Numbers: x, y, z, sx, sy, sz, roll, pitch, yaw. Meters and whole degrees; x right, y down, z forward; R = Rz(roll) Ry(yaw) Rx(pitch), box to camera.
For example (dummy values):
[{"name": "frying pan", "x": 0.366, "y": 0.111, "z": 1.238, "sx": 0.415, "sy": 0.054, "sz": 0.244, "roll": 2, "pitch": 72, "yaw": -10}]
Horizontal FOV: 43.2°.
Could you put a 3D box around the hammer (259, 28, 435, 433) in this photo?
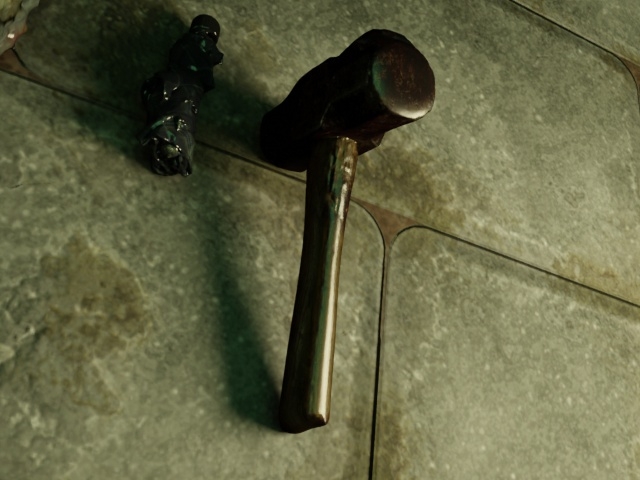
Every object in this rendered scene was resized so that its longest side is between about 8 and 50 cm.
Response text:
[{"name": "hammer", "x": 0.000, "y": 0.000, "z": 0.868, "sx": 0.095, "sy": 0.242, "sz": 0.408, "roll": 15, "pitch": 74, "yaw": -28}]

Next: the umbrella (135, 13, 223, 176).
[{"name": "umbrella", "x": -0.162, "y": -0.179, "z": 0.930, "sx": 0.072, "sy": 0.080, "sz": 0.224, "roll": 4, "pitch": 55, "yaw": 9}]

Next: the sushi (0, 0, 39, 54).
[{"name": "sushi", "x": -0.409, "y": -0.301, "z": 0.700, "sx": 0.286, "sy": 0.328, "sz": 0.328, "roll": 22, "pitch": 70, "yaw": -4}]
